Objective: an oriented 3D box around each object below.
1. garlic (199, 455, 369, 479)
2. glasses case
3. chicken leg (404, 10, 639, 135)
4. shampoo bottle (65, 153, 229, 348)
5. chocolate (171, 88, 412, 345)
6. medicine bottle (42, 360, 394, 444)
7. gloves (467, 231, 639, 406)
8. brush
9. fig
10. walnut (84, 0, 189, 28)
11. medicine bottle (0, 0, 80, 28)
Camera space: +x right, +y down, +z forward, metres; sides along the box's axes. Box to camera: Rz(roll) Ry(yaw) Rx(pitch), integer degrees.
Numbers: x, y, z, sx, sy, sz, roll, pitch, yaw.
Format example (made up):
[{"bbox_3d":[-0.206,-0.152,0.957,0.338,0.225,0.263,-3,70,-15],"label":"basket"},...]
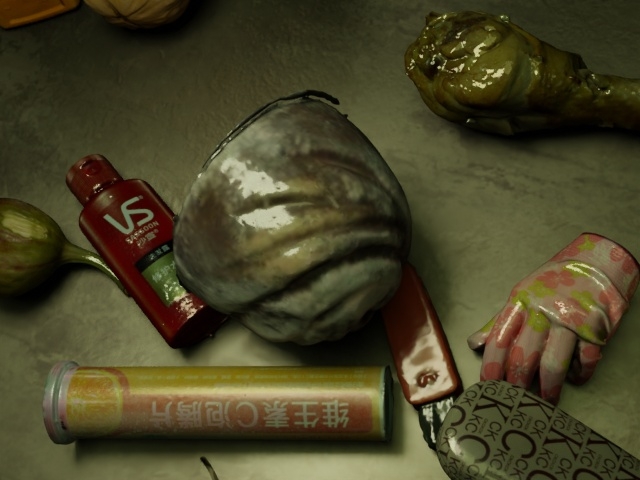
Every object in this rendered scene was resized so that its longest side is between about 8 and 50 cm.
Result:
[{"bbox_3d":[-0.015,0.330,1.093,0.207,0.207,0.256,-31,66,-2],"label":"garlic"},{"bbox_3d":[0.289,0.283,1.045,0.355,0.085,0.137,33,56,14],"label":"glasses case"},{"bbox_3d":[0.315,-0.199,1.259,0.429,0.201,0.152,14,100,12],"label":"chicken leg"},{"bbox_3d":[-0.240,0.005,1.324,0.118,0.076,0.314,-36,64,-13],"label":"shampoo bottle"},{"bbox_3d":[0.000,0.000,1.143,0.303,0.303,0.213,-45,62,-8],"label":"chocolate"},{"bbox_3d":[-0.125,0.199,1.203,0.426,0.108,0.108,-3,67,10],"label":"medicine bottle"},{"bbox_3d":[0.270,0.104,1.152,0.145,0.126,0.241,37,73,21],"label":"gloves"},{"bbox_3d":[0.119,0.106,1.222,0.070,0.051,0.323,-19,67,12],"label":"brush"},{"bbox_3d":[-0.374,0.022,1.334,0.245,0.149,0.149,11,69,-7],"label":"fig"},{"bbox_3d":[-0.270,-0.429,1.460,0.195,0.195,0.221,7,62,15],"label":"walnut"},{"bbox_3d":[-0.480,-0.470,1.559,0.149,0.112,0.222,-15,65,6],"label":"medicine bottle"}]
